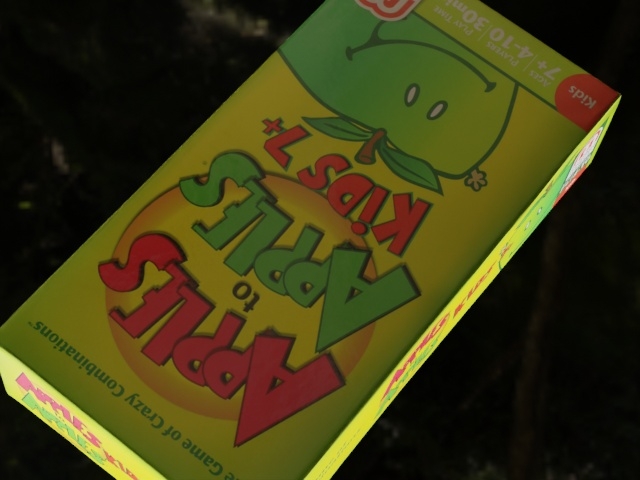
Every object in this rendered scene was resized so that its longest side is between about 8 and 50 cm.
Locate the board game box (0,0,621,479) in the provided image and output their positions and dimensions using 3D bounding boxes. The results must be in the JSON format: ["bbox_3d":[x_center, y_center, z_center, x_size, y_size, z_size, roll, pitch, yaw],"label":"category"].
[{"bbox_3d":[0.000,0.000,0.434,0.092,0.181,0.043,36,156,13],"label":"board game box"}]
